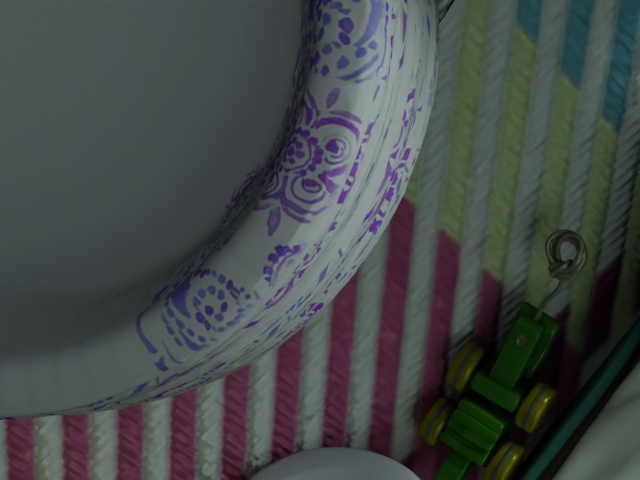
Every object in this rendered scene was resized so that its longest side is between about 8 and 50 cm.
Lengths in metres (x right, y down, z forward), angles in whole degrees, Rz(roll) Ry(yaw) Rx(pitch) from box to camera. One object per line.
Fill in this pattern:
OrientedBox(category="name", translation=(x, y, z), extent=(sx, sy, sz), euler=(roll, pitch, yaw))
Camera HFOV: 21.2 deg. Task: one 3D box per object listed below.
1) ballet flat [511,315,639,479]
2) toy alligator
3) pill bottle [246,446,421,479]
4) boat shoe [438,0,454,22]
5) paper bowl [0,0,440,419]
OrientedBox(category="ballet flat", translation=(0.230, 0.052, 0.930), extent=(0.139, 0.139, 0.400), euler=(14, 117, -30))
OrientedBox(category="toy alligator", translation=(0.107, 0.073, 0.955), extent=(0.190, 0.056, 0.051), euler=(-65, 163, 19))
OrientedBox(category="pill bottle", translation=(0.014, 0.233, 0.967), extent=(0.121, 0.121, 0.216), euler=(-17, 126, -13))
OrientedBox(category="boat shoe", translation=(-0.010, -0.072, 0.783), extent=(0.102, 0.108, 0.301), euler=(29, 98, -33))
OrientedBox(category="paper bowl", translation=(-0.094, -0.076, 0.656), extent=(0.284, 0.284, 0.148), euler=(-48, 166, 10))
